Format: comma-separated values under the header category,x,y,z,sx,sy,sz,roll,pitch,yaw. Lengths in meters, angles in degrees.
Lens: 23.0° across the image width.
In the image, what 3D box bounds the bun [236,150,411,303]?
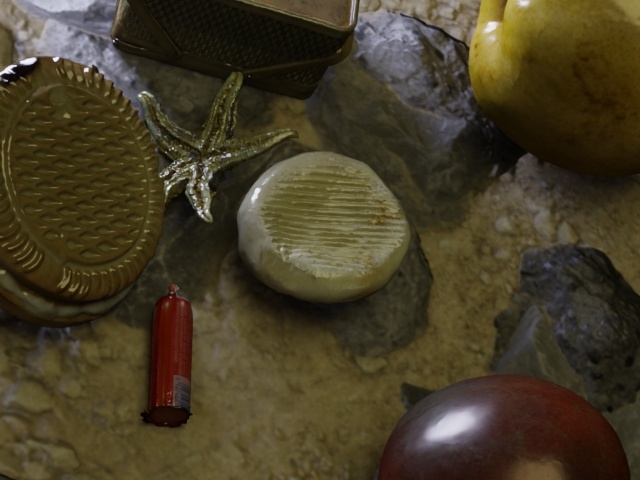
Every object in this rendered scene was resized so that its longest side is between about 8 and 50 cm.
category,x,y,z,sx,sy,sz,roll,pitch,yaw
bun,0.000,0.000,1.614,0.183,0.102,0.183,7,55,-11

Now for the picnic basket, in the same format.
category,x,y,z,sx,sy,sz,roll,pitch,yaw
picnic basket,-0.088,-0.279,1.713,0.267,0.139,0.165,14,58,-14

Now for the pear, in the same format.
category,x,y,z,sx,sy,sz,roll,pitch,yaw
pear,0.327,-0.218,1.756,0.314,0.314,0.314,10,59,-17

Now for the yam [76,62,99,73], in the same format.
category,x,y,z,sx,sy,sz,roll,pitch,yaw
yam,-0.276,-0.077,1.577,0.046,0.046,0.264,21,56,-10

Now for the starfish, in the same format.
category,x,y,z,sx,sy,sz,roll,pitch,yaw
starfish,-0.109,-0.094,1.629,0.176,0.053,0.208,-7,58,16

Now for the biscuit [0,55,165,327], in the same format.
category,x,y,z,sx,sy,sz,roll,pitch,yaw
biscuit,-0.251,-0.047,1.498,0.259,0.079,0.259,19,64,-43

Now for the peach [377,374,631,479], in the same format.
category,x,y,z,sx,sy,sz,roll,pitch,yaw
peach,0.167,0.240,1.458,0.252,0.252,0.252,10,59,-17

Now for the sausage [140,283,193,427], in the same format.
category,x,y,z,sx,sy,sz,roll,pitch,yaw
sausage,-0.148,0.108,1.529,0.050,0.048,0.145,-10,59,16
